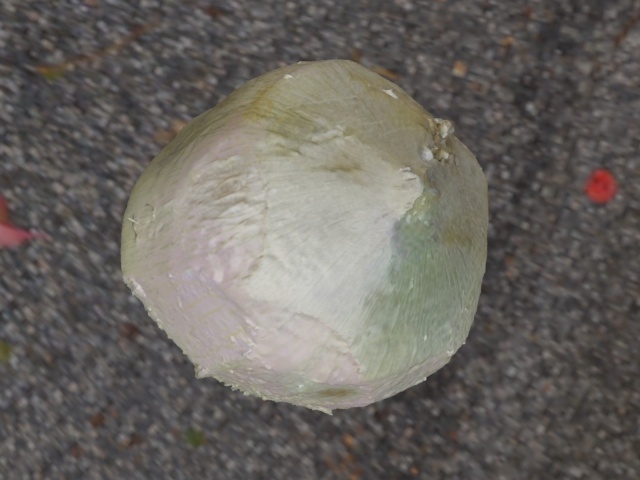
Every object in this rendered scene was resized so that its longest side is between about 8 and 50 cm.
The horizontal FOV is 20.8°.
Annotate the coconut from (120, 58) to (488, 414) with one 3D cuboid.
[{"bbox_3d":[-0.002,-0.003,0.895,0.194,0.194,0.194,-7,107,-24],"label":"coconut"}]
